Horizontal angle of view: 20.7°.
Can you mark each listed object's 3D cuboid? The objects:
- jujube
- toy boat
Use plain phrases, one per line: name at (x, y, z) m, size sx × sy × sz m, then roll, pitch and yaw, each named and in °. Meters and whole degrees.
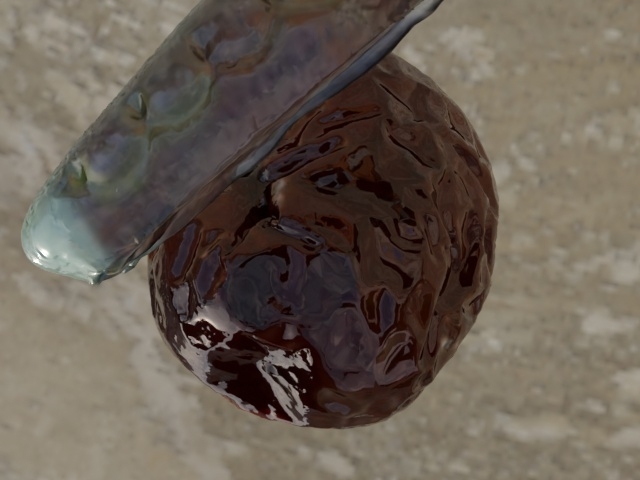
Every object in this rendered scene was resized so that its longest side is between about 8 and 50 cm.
jujube at (0.000, 0.000, 1.095) m, size 0.213 × 0.232 × 0.213 m, roll 16°, pitch 146°, yaw 11°
toy boat at (-0.039, -0.078, 0.741) m, size 0.085 × 0.227 × 0.155 m, roll 49°, pitch -176°, yaw 1°
